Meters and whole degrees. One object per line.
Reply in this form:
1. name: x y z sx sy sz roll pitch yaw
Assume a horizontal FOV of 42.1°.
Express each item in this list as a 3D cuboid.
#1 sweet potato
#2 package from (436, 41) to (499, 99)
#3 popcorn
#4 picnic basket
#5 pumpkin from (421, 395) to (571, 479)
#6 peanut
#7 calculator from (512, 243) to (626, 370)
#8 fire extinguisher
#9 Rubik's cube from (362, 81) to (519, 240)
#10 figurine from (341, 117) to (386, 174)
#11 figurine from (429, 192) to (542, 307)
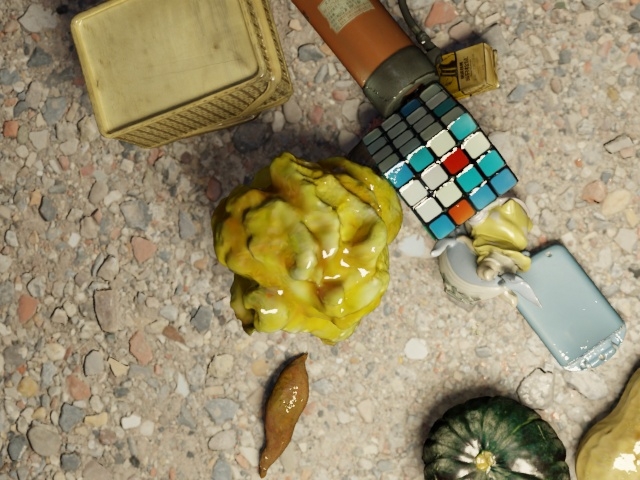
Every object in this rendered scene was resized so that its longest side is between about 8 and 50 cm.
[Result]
1. sweet potato: -0.065 0.292 1.371 0.068 0.068 0.226 19 92 13
2. package: 0.221 -0.266 1.341 0.131 0.047 0.071 -12 81 37
3. popcorn: -0.003 -0.011 1.268 0.326 0.290 0.321 -17 78 -18
4. picnic basket: -0.216 -0.301 1.380 0.313 0.175 0.228 -18 84 15
5. pumpkin: 0.258 0.341 1.238 0.221 0.162 0.220 -11 62 21
6. peanut: 0.490 0.264 1.218 0.130 0.130 0.290 36 96 12
7. calculator: 0.378 0.102 1.294 0.121 0.039 0.210 -38 80 7
8. fire extinguisher: 0.063 -0.381 1.362 0.200 0.113 0.376 -29 74 -31
9. Rubik's cube: 0.177 -0.122 1.262 0.154 0.155 0.151 -38 118 8
10. figurine: 0.086 -0.159 1.364 0.072 0.054 0.129 33 92 16
11. figurine: 0.261 0.020 1.270 0.184 0.128 0.208 -48 42 6
